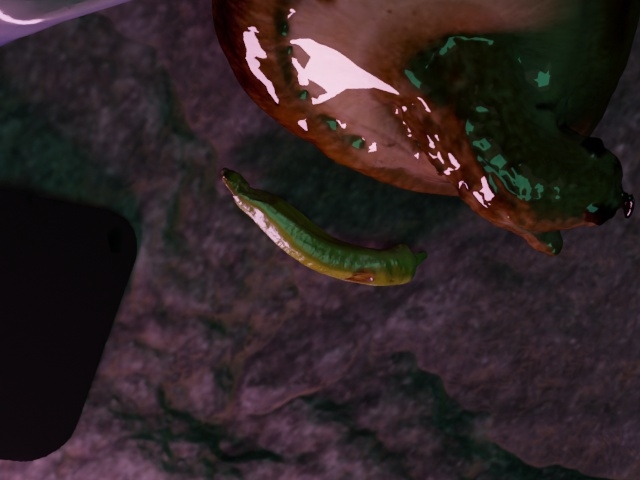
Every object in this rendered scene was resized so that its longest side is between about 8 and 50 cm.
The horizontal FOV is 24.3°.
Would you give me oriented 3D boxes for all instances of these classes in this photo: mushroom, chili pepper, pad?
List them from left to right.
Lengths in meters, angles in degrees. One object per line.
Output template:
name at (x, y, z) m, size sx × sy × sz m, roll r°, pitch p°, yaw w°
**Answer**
pad at (-0.363, 0.078, 1.208) m, size 0.375 × 0.063 × 0.315 m, roll 12°, pitch 108°, yaw -32°
chili pepper at (0.000, 0.001, 1.272) m, size 0.208 × 0.043 × 0.049 m, roll 21°, pitch 117°, yaw -23°
mushroom at (0.100, -0.158, 1.099) m, size 0.345 × 0.260 × 0.345 m, roll -1°, pitch 136°, yaw -1°

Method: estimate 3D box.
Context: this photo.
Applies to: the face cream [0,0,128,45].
face cream at (-0.130, -0.254, 1.019) m, size 0.420 × 0.235 × 0.137 m, roll -18°, pitch 143°, yaw 9°
